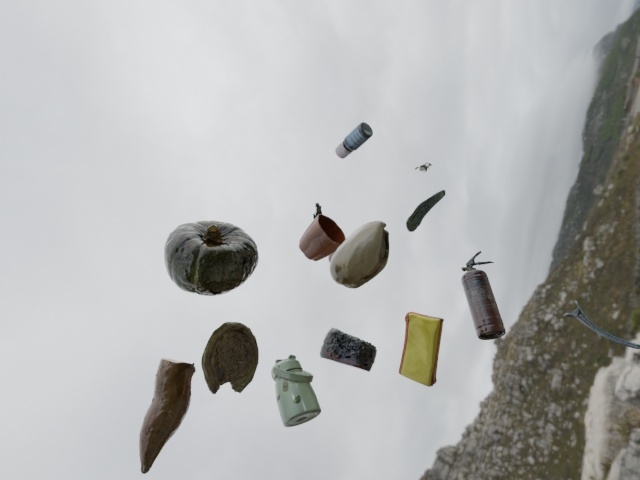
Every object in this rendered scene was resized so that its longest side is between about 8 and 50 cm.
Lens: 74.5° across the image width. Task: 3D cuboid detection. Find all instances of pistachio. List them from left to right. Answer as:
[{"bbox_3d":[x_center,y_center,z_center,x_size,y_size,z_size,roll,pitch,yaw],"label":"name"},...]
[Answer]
[{"bbox_3d":[0.123,0.041,1.247,0.238,0.153,0.137,-44,-33,-17],"label":"pistachio"}]

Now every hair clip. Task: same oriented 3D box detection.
[{"bbox_3d":[0.426,-0.125,1.719,0.229,0.036,0.066,-45,-70,-8],"label":"hair clip"},{"bbox_3d":[1.127,0.354,1.688,0.083,0.275,0.048,-50,-45,4],"label":"hair clip"}]

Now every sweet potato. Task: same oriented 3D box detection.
[{"bbox_3d":[-0.487,0.549,1.332,0.131,0.131,0.336,49,-137,-55],"label":"sweet potato"}]

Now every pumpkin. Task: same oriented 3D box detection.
[{"bbox_3d":[-0.303,0.032,1.168,0.260,0.260,0.189,-34,-39,-50],"label":"pumpkin"}]

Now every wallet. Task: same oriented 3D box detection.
[{"bbox_3d":[0.364,0.386,1.523,0.067,0.141,0.241,8,-90,-49],"label":"wallet"}]

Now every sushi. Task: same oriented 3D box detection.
[{"bbox_3d":[0.111,0.437,1.688,0.136,0.225,0.126,55,-130,-62],"label":"sushi"}]

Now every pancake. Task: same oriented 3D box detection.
[{"bbox_3d":[-0.261,0.347,1.245,0.235,0.029,0.211,17,-107,-56],"label":"pancake"}]

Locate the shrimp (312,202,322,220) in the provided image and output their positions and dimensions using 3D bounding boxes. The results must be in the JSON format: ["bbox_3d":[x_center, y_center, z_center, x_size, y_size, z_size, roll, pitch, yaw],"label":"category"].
[{"bbox_3d":[-0.012,-0.126,2.300,0.091,0.034,0.160,-19,-77,-59],"label":"shrimp"}]

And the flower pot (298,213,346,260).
[{"bbox_3d":[0.000,0.000,1.971,0.173,0.190,0.191,-43,-18,26],"label":"flower pot"}]

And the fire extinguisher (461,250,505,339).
[{"bbox_3d":[0.620,0.195,1.602,0.102,0.138,0.343,52,-152,-52],"label":"fire extinguisher"}]

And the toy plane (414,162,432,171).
[{"bbox_3d":[0.597,-0.420,2.411,0.049,0.121,0.031,21,-105,-27],"label":"toy plane"}]

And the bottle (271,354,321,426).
[{"bbox_3d":[-0.139,0.774,2.234,0.229,0.229,0.351,48,-164,-55],"label":"bottle"}]

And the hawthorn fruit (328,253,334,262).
[{"bbox_3d":[0.103,0.090,2.347,0.128,0.128,0.127,-30,-54,-52],"label":"hawthorn fruit"}]

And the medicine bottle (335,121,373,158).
[{"bbox_3d":[0.154,-0.465,1.984,0.084,0.203,0.083,21,-128,-29],"label":"medicine bottle"}]
